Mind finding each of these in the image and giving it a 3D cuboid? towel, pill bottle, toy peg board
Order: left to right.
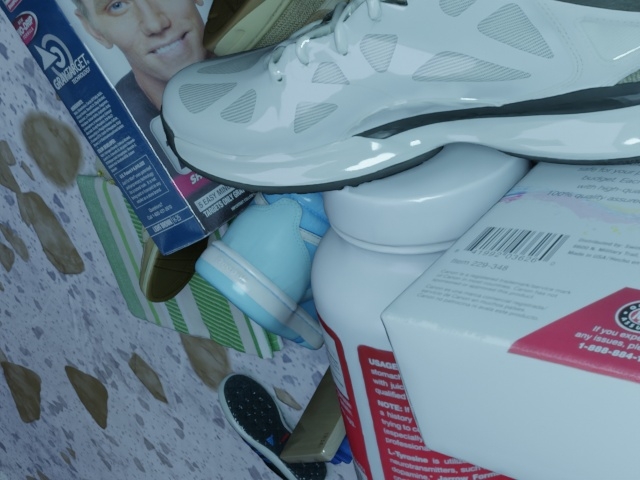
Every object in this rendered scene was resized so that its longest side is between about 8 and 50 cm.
[{"bbox_3d":[-0.196,0.029,1.423,0.325,0.038,0.247,10,126,46],"label":"towel"},{"bbox_3d":[0.045,0.192,1.180,0.079,0.160,0.161,33,160,-8],"label":"toy peg board"},{"bbox_3d":[0.119,0.091,0.955,0.229,0.229,0.407,17,132,39],"label":"pill bottle"}]

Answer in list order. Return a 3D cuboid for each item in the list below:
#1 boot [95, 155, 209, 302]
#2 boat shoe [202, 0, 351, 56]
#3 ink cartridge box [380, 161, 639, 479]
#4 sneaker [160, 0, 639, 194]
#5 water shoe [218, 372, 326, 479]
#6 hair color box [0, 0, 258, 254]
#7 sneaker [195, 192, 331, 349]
[{"bbox_3d":[-0.213,-0.046,1.287,0.165,0.077,0.213,25,104,36],"label":"boot"},{"bbox_3d":[0.022,-0.242,0.891,0.110,0.121,0.341,25,153,-25],"label":"boat shoe"},{"bbox_3d":[0.226,0.031,0.715,0.226,0.306,0.131,10,128,44],"label":"ink cartridge box"},{"bbox_3d":[0.050,-0.184,0.755,0.448,0.169,0.257,-3,132,24],"label":"sneaker"},{"bbox_3d":[-0.080,0.280,1.479,0.203,0.073,0.080,49,147,5],"label":"water shoe"},{"bbox_3d":[-0.175,-0.179,1.095,0.105,0.174,0.347,-21,104,53],"label":"hair color box"},{"bbox_3d":[0.000,0.000,1.115,0.127,0.208,0.319,38,179,11],"label":"sneaker"}]
